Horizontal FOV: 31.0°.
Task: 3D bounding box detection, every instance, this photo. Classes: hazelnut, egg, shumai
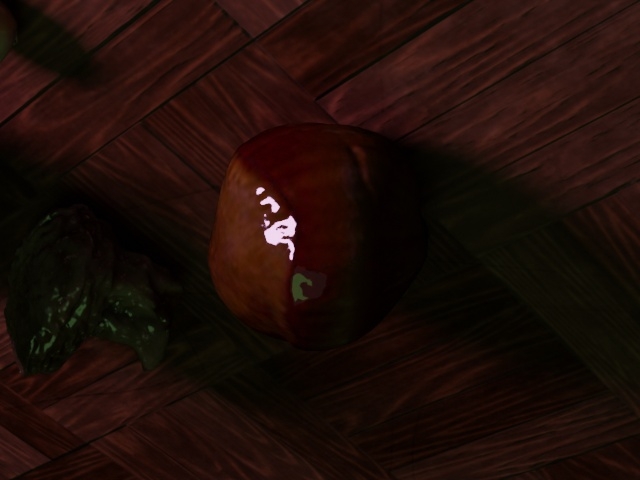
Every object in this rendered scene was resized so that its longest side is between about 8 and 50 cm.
[{"bbox_3d":[0.000,0.000,1.097,0.229,0.229,0.229,7,135,7],"label":"hazelnut"},{"bbox_3d":[-0.320,-0.198,1.061,0.071,0.071,0.083,-26,120,34],"label":"egg"},{"bbox_3d":[-0.247,0.064,1.265,0.175,0.166,0.206,11,142,-30],"label":"shumai"}]
